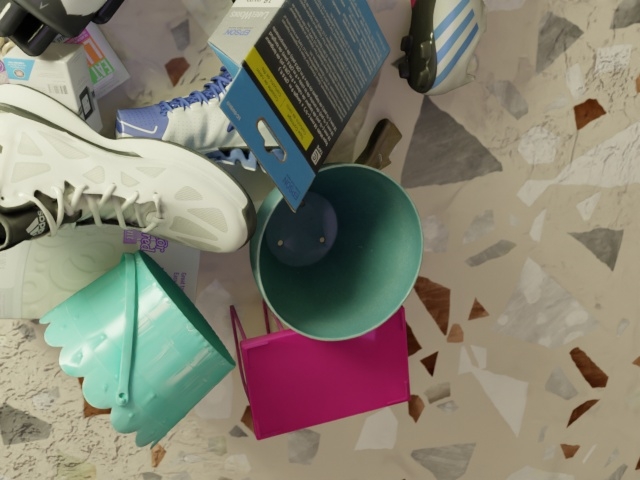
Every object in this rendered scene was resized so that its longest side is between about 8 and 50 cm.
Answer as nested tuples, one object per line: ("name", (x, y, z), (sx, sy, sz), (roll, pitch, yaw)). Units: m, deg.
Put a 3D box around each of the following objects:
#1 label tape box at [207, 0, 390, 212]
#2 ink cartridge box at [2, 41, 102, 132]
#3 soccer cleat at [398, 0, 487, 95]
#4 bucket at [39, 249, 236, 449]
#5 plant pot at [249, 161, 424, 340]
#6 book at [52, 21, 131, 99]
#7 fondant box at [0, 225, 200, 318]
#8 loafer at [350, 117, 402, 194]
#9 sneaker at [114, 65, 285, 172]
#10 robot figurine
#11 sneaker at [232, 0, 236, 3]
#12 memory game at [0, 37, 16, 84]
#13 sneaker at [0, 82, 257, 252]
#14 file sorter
("label tape box", (-0.047, -0.248, 1.353), (0.334, 0.105, 0.241), (-60, 139, -23))
("ink cartridge box", (-0.397, -0.206, 1.384), (0.104, 0.060, 0.180), (7, 130, 12))
("soccer cleat", (0.212, -0.399, 1.487), (0.143, 0.116, 0.331), (-12, 123, -29))
("bucket", (-0.276, 0.160, 1.419), (0.183, 0.281, 0.281), (-40, 121, -4))
("plant pot", (0.000, 0.000, 1.546), (0.290, 0.195, 0.290), (-6, 105, -22))
("book", (-0.370, -0.287, 1.403), (0.096, 0.035, 0.144), (-34, 119, -2))
("fondant box", (-0.367, 0.005, 1.517), (0.330, 0.096, 0.238), (0, 117, -18))
("loafer", (0.096, -0.140, 1.604), (0.050, 0.056, 0.148), (24, 108, -20))
("sneaker", (-0.166, -0.216, 1.458), (0.315, 0.127, 0.182), (2, 112, -26))
("robot figurine", (-0.355, -0.391, 1.257), (0.173, 0.209, 0.278), (39, 93, -8))
("sneaker", (-0.106, -0.430, 1.370), (0.108, 0.100, 0.272), (-27, 121, -9))
("memory game", (-0.522, -0.239, 1.390), (0.186, 0.012, 0.186), (-7, 118, -14))
("sneaker", (-0.326, -0.037, 1.287), (0.447, 0.257, 0.169), (22, 132, -1))
("file sorter", (-0.007, 0.196, 1.674), (0.290, 0.182, 0.202), (-12, 118, -12))
